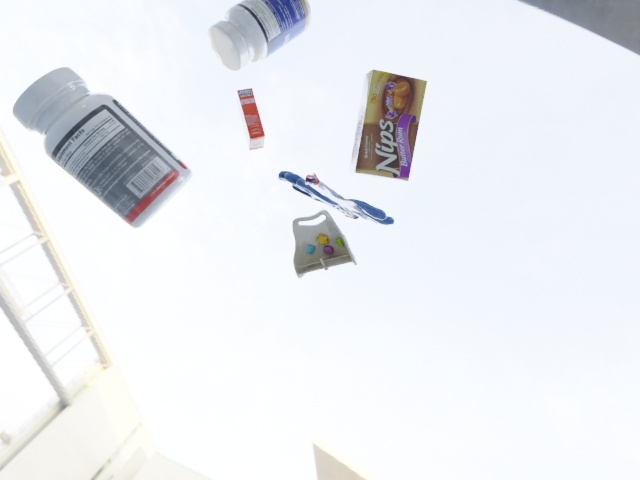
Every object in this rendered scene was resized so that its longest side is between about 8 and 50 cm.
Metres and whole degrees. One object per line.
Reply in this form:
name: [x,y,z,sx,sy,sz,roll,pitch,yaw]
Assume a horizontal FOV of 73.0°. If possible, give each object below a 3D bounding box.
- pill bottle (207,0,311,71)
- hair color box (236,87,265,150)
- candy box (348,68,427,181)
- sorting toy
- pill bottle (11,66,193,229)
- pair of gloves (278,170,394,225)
pill bottle: [-0.164,-0.582,1.174,0.153,0.265,0.153,39,-22,19]
hair color box: [-0.221,-0.382,1.369,0.093,0.054,0.167,132,-58,-74]
candy box: [0.124,-0.211,0.810,0.109,0.053,0.186,8,-82,-13]
sorting toy: [0.000,0.000,0.546,0.084,0.045,0.075,-15,-70,25]
pill bottle: [-0.509,-0.217,1.039,0.363,0.210,0.210,45,-47,-16]
pair of gloves: [0.019,-0.069,0.687,0.159,0.023,0.198,28,-2,-29]
